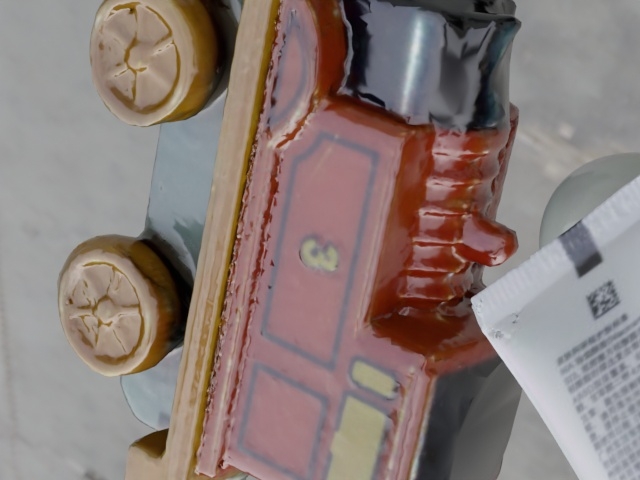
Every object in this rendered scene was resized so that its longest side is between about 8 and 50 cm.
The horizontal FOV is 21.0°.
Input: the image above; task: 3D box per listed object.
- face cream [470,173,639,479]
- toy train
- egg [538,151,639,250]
[{"bbox_3d":[0.130,0.095,0.535,0.092,0.058,0.243,-39,61,26],"label":"face cream"},{"bbox_3d":[0.000,0.000,0.897,0.232,0.163,0.369,23,114,29],"label":"toy train"},{"bbox_3d":[0.162,0.017,0.794,0.135,0.103,0.103,38,148,1],"label":"egg"}]
